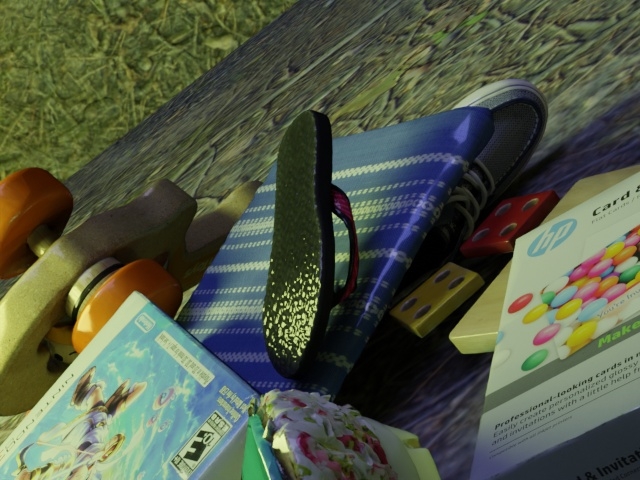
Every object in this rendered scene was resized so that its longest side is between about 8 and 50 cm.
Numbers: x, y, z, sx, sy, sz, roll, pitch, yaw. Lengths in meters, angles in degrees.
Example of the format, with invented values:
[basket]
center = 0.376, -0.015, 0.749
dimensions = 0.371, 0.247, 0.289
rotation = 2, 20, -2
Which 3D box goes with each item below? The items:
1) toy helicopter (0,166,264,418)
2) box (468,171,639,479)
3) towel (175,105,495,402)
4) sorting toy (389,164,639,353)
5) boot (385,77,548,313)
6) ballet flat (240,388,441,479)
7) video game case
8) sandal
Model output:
[toy helicopter]
center = -0.141, 0.043, 1.134
dimensions = 0.355, 0.140, 0.235
rotation = -29, -28, -54
[box]
center = 0.132, 0.020, 0.523
dimensions = 0.145, 0.038, 0.186
rotation = -30, 15, 25
[towel]
center = -0.032, 0.062, 0.905
dimensions = 0.243, 0.040, 0.336
rotation = -9, 46, 58
[sorting toy]
center = 0.146, 0.017, 0.717
dimensions = 0.132, 0.046, 0.274
rotation = -47, 18, -30
[boot]
center = 0.090, -0.027, 0.955
dimensions = 0.190, 0.069, 0.086
rotation = -46, 21, 1
[ballet flat]
center = 0.007, 0.106, 0.566
dimensions = 0.077, 0.091, 0.241
rotation = -15, -18, -11
[video game case]
center = -0.132, 0.160, 0.790
dimensions = 0.244, 0.061, 0.269
rotation = -50, 21, -6
[sandal]
center = 0.000, 0.000, 0.830
dimensions = 0.067, 0.040, 0.179
rotation = -43, 34, 43
